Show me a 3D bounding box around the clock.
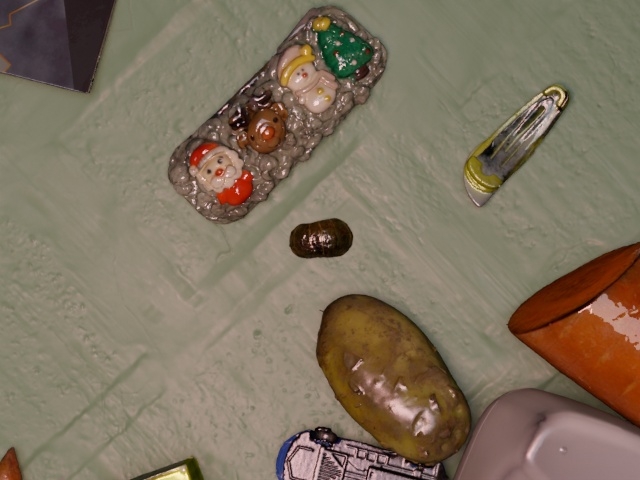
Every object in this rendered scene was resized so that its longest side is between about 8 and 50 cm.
[{"bbox_3d":[-0.380,-0.259,1.699,0.085,0.017,0.085,0,86,1],"label":"clock"}]

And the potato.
[{"bbox_3d":[0.084,0.167,1.609,0.149,0.113,0.251,-29,64,-37],"label":"potato"}]

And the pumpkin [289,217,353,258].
[{"bbox_3d":[0.000,-0.001,1.674,0.083,0.028,0.050,-11,88,4],"label":"pumpkin"}]

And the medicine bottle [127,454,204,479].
[{"bbox_3d":[-0.179,0.402,1.590,0.141,0.137,0.250,-20,86,-6],"label":"medicine bottle"}]

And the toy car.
[{"bbox_3d":[0.051,0.298,1.633,0.216,0.063,0.103,14,80,2],"label":"toy car"}]

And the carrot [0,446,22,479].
[{"bbox_3d":[-0.399,0.360,1.632,0.072,0.072,0.205,7,83,1],"label":"carrot"}]

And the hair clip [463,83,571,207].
[{"bbox_3d":[0.248,-0.128,1.678,0.060,0.033,0.188,43,90,5],"label":"hair clip"}]

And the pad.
[{"bbox_3d":[-0.346,-0.321,1.695,0.163,0.004,0.243,14,80,0],"label":"pad"}]

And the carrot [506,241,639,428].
[{"bbox_3d":[0.420,0.129,1.578,0.331,0.193,0.214,40,112,3],"label":"carrot"}]

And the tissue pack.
[{"bbox_3d":[0.257,0.350,1.552,0.229,0.236,0.333,20,87,-10],"label":"tissue pack"}]

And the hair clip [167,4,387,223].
[{"bbox_3d":[-0.053,-0.160,1.653,0.138,0.091,0.321,43,88,0],"label":"hair clip"}]
